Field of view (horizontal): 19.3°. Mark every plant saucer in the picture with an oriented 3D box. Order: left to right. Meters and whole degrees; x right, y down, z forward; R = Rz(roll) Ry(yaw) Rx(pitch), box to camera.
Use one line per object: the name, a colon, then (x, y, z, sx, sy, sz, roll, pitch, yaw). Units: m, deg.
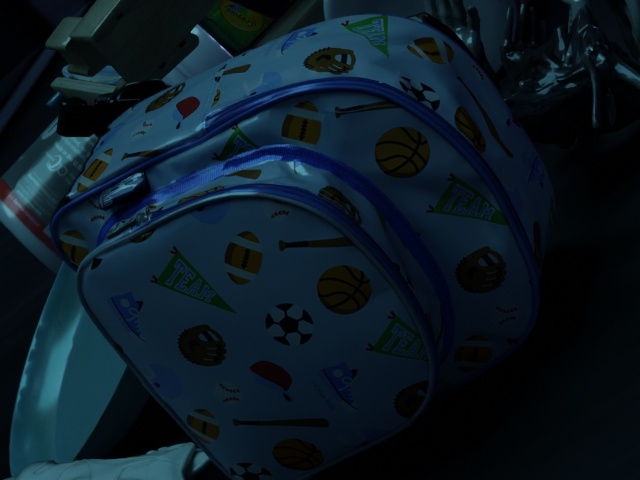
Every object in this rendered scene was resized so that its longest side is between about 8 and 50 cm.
plant saucer: (-0.177, 0.069, 1.581, 0.317, 0.044, 0.317, -50, 27, 37)

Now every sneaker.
sneaker: (-0.118, 0.193, 1.221, 0.152, 0.114, 0.305, -35, 18, -15)

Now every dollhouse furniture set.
dollhouse furniture set: (-0.119, -0.159, 1.713, 0.198, 0.286, 0.303, -50, 28, -16)

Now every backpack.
backpack: (0.000, 0.000, 1.115, 0.263, 0.276, 0.213, -31, 25, 22)

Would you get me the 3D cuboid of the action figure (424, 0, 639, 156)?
action figure: (0.142, -0.124, 1.235, 0.164, 0.141, 0.276, -16, 6, -13)

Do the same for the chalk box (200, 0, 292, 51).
chalk box: (-0.121, -0.362, 2.417, 0.289, 0.179, 0.180, -46, 17, 1)

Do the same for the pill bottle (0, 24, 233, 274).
pill bottle: (-0.197, -0.093, 1.956, 0.283, 0.161, 0.161, -47, 16, -1)

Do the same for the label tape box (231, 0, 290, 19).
label tape box: (-0.030, -0.332, 1.677, 0.240, 0.334, 0.106, -52, 53, 17)

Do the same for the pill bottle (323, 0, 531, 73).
pill bottle: (0.116, -0.258, 1.604, 0.160, 0.160, 0.283, -32, 21, 37)
